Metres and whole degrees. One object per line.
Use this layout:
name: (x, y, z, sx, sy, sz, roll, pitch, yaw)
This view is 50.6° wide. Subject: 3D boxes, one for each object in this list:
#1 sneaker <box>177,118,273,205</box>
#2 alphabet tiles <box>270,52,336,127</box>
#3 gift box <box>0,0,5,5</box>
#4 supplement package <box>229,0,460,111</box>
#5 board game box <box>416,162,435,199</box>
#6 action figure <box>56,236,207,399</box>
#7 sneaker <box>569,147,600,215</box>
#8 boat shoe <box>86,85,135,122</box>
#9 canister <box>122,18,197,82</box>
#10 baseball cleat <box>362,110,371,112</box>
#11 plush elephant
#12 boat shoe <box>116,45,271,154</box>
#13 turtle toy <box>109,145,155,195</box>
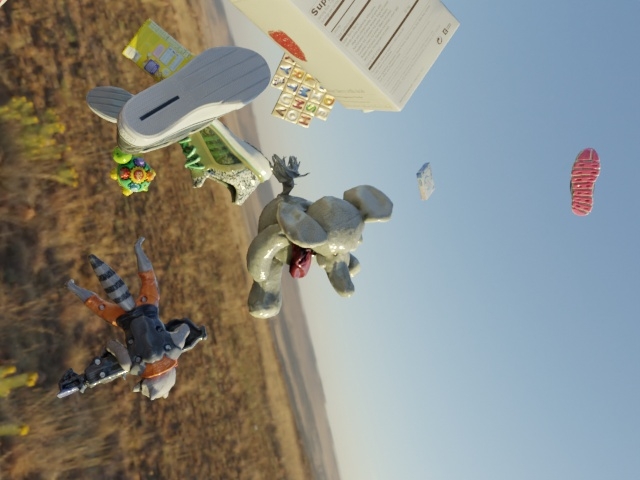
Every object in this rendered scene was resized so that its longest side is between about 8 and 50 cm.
sneaker: (-0.321, -0.238, 1.858, 0.410, 0.182, 0.158, 34, -10, -23)
alphabet tiles: (-0.037, -0.433, 1.884, 0.237, 0.198, 0.009, -60, -151, 27)
gift box: (-0.522, -0.356, 0.832, 0.258, 0.255, 0.276, 41, 17, -20)
supplement package: (0.027, -0.353, 1.019, 0.293, 0.175, 0.177, 38, -7, -28)
board game box: (0.326, -0.184, 2.097, 0.090, 0.020, 0.090, -47, 127, -52)
action figure: (-0.431, 0.203, 1.446, 0.330, 0.341, 0.178, 58, -17, 7)
sneaker: (0.629, -0.149, 1.623, 0.074, 0.063, 0.170, -67, 154, -56)
boat shoe: (-0.580, -0.396, 2.123, 0.094, 0.302, 0.109, 126, -20, -76)
canister: (-0.425, -0.490, 1.809, 0.170, 0.126, 0.073, 39, 0, -17)
baseball cleat: (0.105, -0.346, 1.423, 0.072, 0.110, 0.205, 82, -5, -56)
plush elephant: (0.000, 0.000, 1.329, 0.255, 0.272, 0.329, 25, -53, 57)
boat shoe: (-0.245, -0.266, 1.267, 0.119, 0.335, 0.121, -22, -81, 57)
turtle toy: (-0.454, -0.171, 1.628, 0.066, 0.095, 0.130, 16, -37, 57)
